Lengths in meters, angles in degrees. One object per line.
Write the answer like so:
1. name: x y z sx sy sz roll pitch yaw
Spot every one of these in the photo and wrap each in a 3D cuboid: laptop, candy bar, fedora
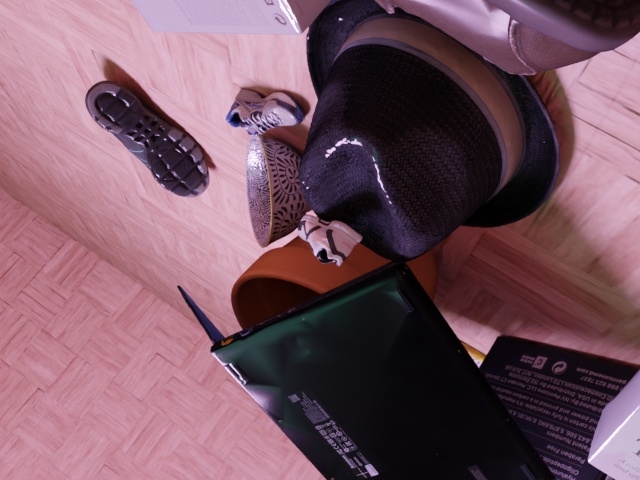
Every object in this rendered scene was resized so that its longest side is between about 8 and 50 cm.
1. laptop: 0.036 0.185 0.940 0.408 0.236 0.382 -27 115 23
2. candy bar: 0.283 0.212 1.240 0.161 0.018 0.040 30 160 18
3. fedora: 0.077 -0.082 0.707 0.334 0.152 0.334 31 160 13

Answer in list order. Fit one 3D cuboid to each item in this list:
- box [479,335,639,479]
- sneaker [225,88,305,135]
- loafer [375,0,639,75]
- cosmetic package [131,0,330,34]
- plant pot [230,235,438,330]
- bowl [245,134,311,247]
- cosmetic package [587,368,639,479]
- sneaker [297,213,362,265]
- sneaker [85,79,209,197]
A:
1. box: 0.374 0.489 1.040 0.480 0.471 0.297 48 158 -28
2. sneaker: -0.076 -0.164 0.918 0.135 0.058 0.052 15 151 45
3. loafer: 0.042 -0.220 0.473 0.366 0.134 0.130 36 160 2
4. cosmetic package: -0.080 -0.257 0.626 0.231 0.117 0.085 17 152 41
5. plant pot: 0.045 0.085 1.009 0.291 0.203 0.291 25 145 19
6. bowl: -0.056 -0.077 1.010 0.170 0.080 0.170 174 90 -73
7. cosmetic package: 0.475 0.191 0.577 0.377 0.097 0.284 30 129 16
8. sneaker: 0.000 0.000 0.738 0.040 0.043 0.109 36 169 -25
9. sneaker: -0.303 -0.187 1.233 0.267 0.101 0.106 47 177 -25
